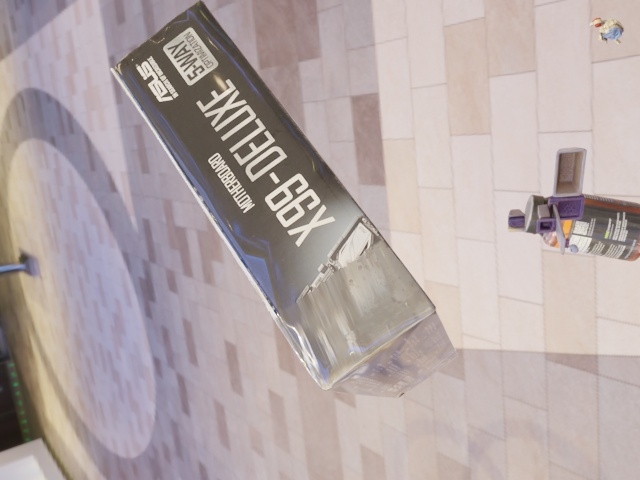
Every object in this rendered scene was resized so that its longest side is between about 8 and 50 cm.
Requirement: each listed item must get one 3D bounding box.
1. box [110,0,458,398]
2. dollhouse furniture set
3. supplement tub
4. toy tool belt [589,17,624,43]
[{"bbox_3d":[0.000,0.000,0.495,0.242,0.076,0.307,54,-177,19],"label":"box"},{"bbox_3d":[0.263,-0.041,0.726,0.081,0.090,0.114,-82,-16,-48],"label":"dollhouse furniture set"},{"bbox_3d":[0.465,-0.031,1.130,0.197,0.106,0.106,12,119,8],"label":"supplement tub"},{"bbox_3d":[0.653,-0.474,1.453,0.052,0.083,0.051,-23,72,56],"label":"toy tool belt"}]
